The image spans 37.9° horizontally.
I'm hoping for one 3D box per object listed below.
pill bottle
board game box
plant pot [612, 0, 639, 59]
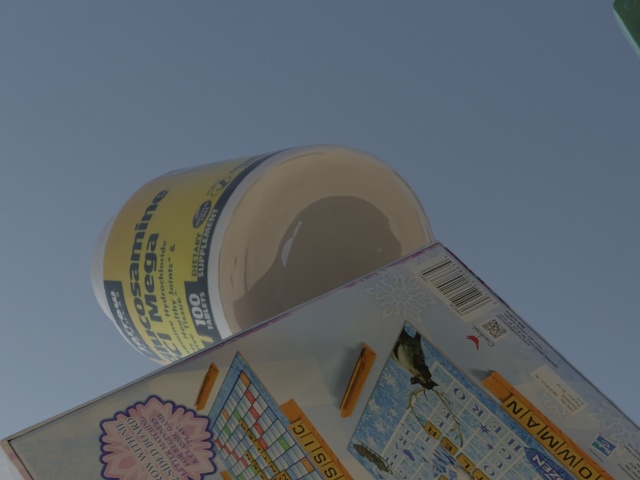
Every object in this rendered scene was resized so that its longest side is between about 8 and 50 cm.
[{"bbox_3d":[-0.072,0.026,0.789,0.188,0.334,0.188,1,-92,-33],"label":"pill bottle"},{"bbox_3d":[0.052,0.167,0.489,0.318,0.066,0.318,-22,-126,-35],"label":"board game box"},{"bbox_3d":[0.424,-0.206,0.984,0.165,0.234,0.165,-38,-127,30],"label":"plant pot"}]
